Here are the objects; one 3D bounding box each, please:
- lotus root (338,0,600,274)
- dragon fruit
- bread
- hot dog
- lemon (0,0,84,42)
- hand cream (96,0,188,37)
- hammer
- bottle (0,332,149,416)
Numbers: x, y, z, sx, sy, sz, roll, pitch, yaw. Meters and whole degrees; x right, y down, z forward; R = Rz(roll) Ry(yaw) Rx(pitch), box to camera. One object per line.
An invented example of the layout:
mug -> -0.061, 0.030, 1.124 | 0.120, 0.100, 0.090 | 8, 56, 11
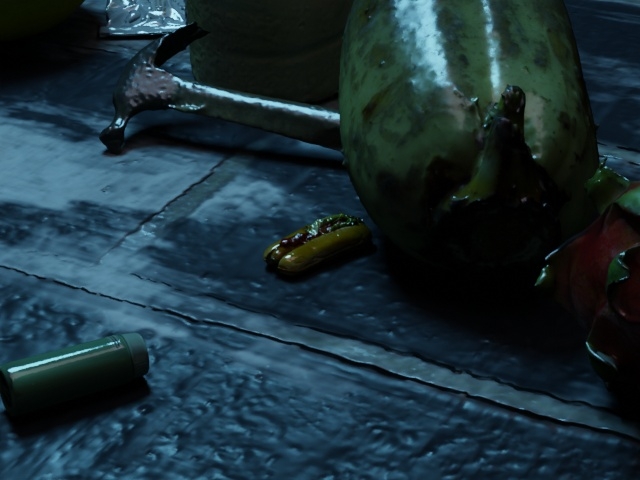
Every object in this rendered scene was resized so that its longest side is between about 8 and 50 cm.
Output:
lotus root -> 0.102, -0.108, 1.008 | 0.173, 0.173, 0.309 | -1, 52, -1
dragon fruit -> 0.211, 0.011, 0.853 | 0.135, 0.137, 0.236 | -28, 14, 30
bread -> -0.036, -0.198, 1.220 | 0.148, 0.141, 0.134 | -22, 34, -32
hot dog -> 0.000, 0.000, 0.988 | 0.083, 0.021, 0.037 | -26, 39, -36
lemon -> -0.283, -0.264, 1.307 | 0.187, 0.186, 0.244 | 1, -2, 2
hand cream -> -0.171, -0.259, 1.433 | 0.084, 0.050, 0.257 | -1, 32, -7
hammer -> -0.015, -0.088, 1.114 | 0.297, 0.027, 0.125 | 15, 67, 16
bottle -> -0.139, 0.075, 0.846 | 0.083, 0.030, 0.030 | -15, 32, -25
